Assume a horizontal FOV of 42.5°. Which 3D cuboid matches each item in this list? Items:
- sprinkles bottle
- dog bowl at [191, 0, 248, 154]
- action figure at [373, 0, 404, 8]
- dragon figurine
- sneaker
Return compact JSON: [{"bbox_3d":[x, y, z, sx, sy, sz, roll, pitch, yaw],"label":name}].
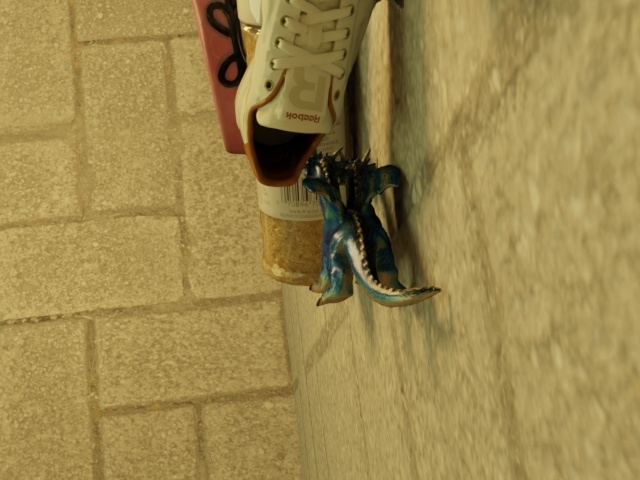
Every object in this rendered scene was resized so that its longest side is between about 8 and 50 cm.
[{"bbox_3d":[-0.022,-0.127,0.940,0.121,0.121,0.355,-108,14,-64],"label":"sprinkles bottle"},{"bbox_3d":[-0.096,-0.298,1.139,0.408,0.150,0.407,168,90,-85],"label":"dog bowl"},{"bbox_3d":[0.024,-0.219,0.402,0.276,0.141,0.164,4,-109,-70],"label":"action figure"},{"bbox_3d":[0.029,-0.020,0.732,0.289,0.085,0.144,-135,40,-83],"label":"dragon figurine"},{"bbox_3d":[-0.001,-0.162,0.673,0.290,0.106,0.123,109,159,-45],"label":"sneaker"}]
